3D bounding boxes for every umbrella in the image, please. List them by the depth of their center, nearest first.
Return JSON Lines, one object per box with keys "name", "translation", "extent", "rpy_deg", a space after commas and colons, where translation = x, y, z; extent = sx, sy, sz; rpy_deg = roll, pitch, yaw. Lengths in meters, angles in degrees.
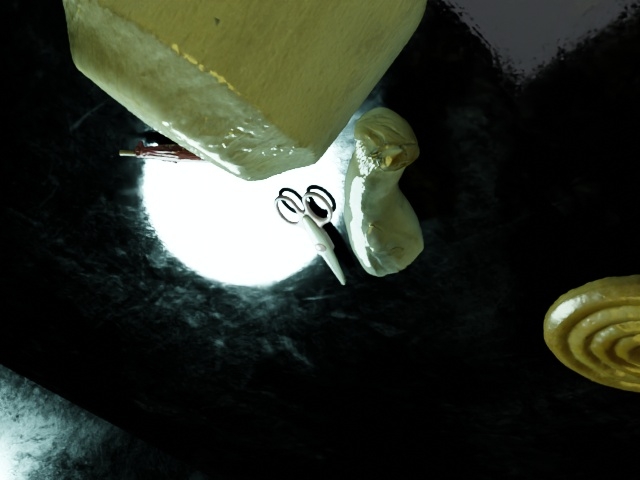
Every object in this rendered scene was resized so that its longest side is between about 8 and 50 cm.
{"name": "umbrella", "translation": [-0.194, -0.115, 0.771], "extent": [0.165, 0.025, 0.027], "rpy_deg": [7, 122, 16]}

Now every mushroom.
{"name": "mushroom", "translation": [0.069, -0.053, 0.667], "extent": [0.092, 0.081, 0.223], "rpy_deg": [25, 146, 29]}

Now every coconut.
{"name": "coconut", "translation": [-0.047, -0.189, 0.431], "extent": [0.237, 0.266, 0.237], "rpy_deg": [38, -177, -3]}

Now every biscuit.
{"name": "biscuit", "translation": [0.425, 0.133, 0.749], "extent": [0.261, 0.037, 0.262], "rpy_deg": [15, 143, 12]}

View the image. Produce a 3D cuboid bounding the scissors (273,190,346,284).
{"name": "scissors", "translation": [0.000, 0.000, 0.816], "extent": [0.085, 0.022, 0.176], "rpy_deg": [-5, 132, 28]}
